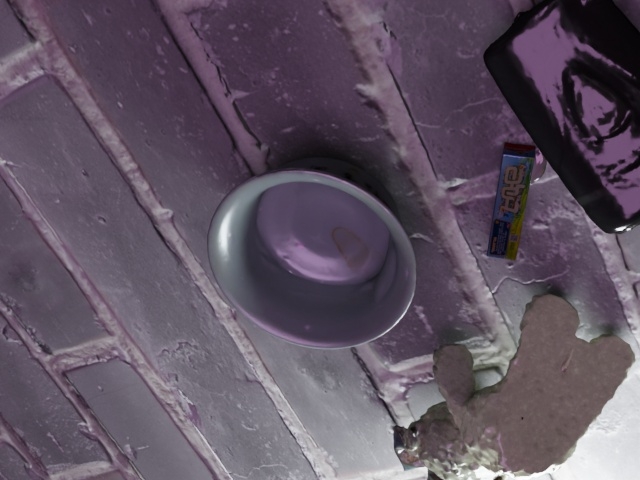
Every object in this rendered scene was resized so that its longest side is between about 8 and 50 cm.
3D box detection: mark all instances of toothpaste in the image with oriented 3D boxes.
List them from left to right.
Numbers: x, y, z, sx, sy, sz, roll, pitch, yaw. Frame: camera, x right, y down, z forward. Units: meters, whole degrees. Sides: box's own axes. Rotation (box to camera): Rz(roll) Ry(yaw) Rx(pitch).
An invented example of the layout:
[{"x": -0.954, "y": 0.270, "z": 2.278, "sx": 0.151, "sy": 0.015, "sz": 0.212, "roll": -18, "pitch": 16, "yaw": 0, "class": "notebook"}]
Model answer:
[{"x": 0.315, "y": -0.058, "z": 1.279, "sx": 0.070, "sy": 0.044, "sz": 0.194, "roll": 9, "pitch": 124, "yaw": 11, "class": "toothpaste"}]

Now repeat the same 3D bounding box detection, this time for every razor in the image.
[{"x": 0.391, "y": -0.186, "z": 1.110, "sx": 0.204, "sy": 0.113, "sz": 0.349, "roll": -34, "pitch": 93, "yaw": 25, "class": "razor"}]

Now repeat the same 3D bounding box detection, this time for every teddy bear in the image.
[{"x": 0.326, "y": 0.301, "z": 1.478, "sx": 0.327, "sy": 0.375, "sz": 0.362, "roll": 34, "pitch": 167, "yaw": -7, "class": "teddy bear"}]

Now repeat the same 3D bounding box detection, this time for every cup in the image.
[{"x": 0.000, "y": 0.000, "z": 1.338, "sx": 0.347, "sy": 0.163, "sz": 0.347, "roll": 7, "pitch": 123, "yaw": 12, "class": "cup"}]
